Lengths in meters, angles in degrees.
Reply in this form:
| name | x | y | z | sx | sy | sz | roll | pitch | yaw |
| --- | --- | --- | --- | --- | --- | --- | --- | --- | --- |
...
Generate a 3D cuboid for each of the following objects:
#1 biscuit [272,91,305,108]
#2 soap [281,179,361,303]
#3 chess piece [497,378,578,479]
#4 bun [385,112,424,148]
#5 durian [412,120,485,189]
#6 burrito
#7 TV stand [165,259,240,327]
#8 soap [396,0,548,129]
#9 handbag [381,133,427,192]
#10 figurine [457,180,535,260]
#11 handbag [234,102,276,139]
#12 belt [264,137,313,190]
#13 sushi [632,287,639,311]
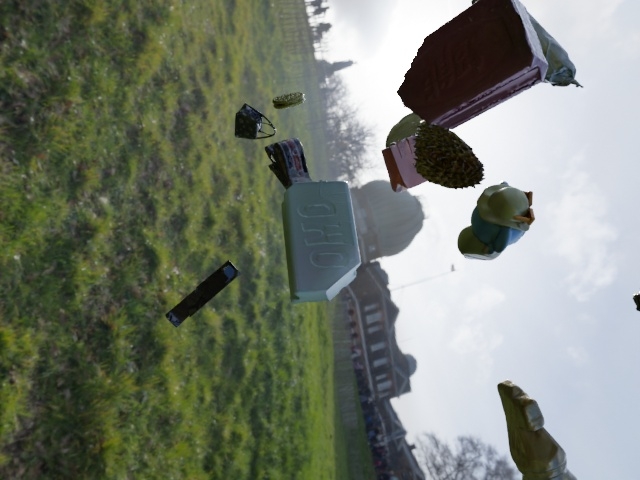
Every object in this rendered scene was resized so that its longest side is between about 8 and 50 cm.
| name | x | y | z | sx | sy | sz | roll | pitch | yaw |
| --- | --- | --- | --- | --- | --- | --- | --- | --- | --- |
| biscuit | -0.082 | -0.361 | 1.254 | 0.084 | 0.084 | 0.023 | -120 | -166 | -60 |
| soap | 0.000 | 0.000 | 1.207 | 0.095 | 0.173 | 0.289 | 111 | -25 | -66 |
| chess piece | 0.488 | 0.470 | 1.110 | 0.137 | 0.137 | 0.301 | 168 | -100 | -82 |
| bun | 0.356 | -0.366 | 1.782 | 0.141 | 0.239 | 0.239 | 56 | 5 | -39 |
| durian | 0.320 | -0.227 | 1.259 | 0.252 | 0.139 | 0.144 | 33 | -59 | 37 |
| burrito | 0.602 | -0.589 | 1.450 | 0.445 | 0.101 | 0.139 | 53 | -39 | 14 |
| TV stand | -0.366 | 0.166 | 1.519 | 0.049 | 0.256 | 0.040 | 55 | -12 | -31 |
| soap | 0.264 | -0.309 | 0.888 | 0.250 | 0.099 | 0.162 | -27 | -102 | 38 |
| handbag | 0.292 | -0.253 | 1.542 | 0.059 | 0.212 | 0.157 | -12 | -78 | 52 |
| figurine | 0.439 | -0.044 | 1.238 | 0.154 | 0.180 | 0.262 | 40 | -16 | 7 |
| handbag | -0.216 | -0.391 | 1.659 | 0.115 | 0.139 | 0.072 | 108 | 1 | -52 |
| belt | -0.063 | -0.165 | 1.595 | 0.126 | 0.094 | 0.359 | -26 | -89 | 60 |
| sushi | 0.854 | 0.144 | 1.183 | 0.153 | 0.150 | 0.172 | 7 | -61 | 55 |
